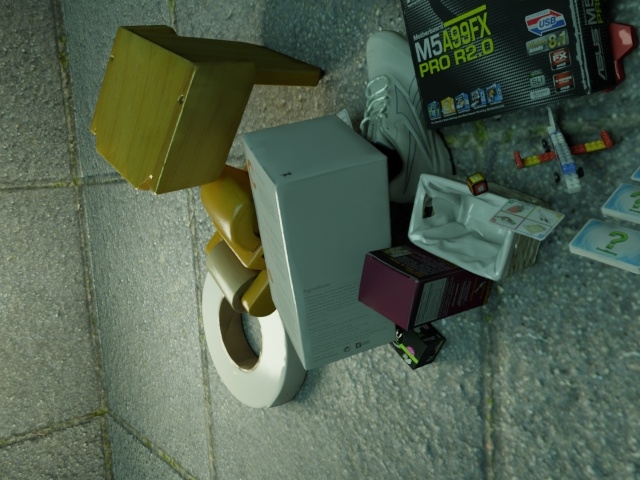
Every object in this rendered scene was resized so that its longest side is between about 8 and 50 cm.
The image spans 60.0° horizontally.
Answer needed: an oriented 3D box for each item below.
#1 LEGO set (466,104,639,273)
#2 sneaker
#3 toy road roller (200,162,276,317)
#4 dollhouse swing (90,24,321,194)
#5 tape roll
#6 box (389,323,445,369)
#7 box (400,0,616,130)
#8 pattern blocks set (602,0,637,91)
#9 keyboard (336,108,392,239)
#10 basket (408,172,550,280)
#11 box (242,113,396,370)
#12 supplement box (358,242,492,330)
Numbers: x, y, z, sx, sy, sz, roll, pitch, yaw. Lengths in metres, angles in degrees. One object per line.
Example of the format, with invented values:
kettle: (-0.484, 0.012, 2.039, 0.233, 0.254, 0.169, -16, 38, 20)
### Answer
LEGO set: (0.297, -0.074, 0.652, 0.244, 0.182, 0.060, 26, 151, 47)
sneaker: (0.121, -0.197, 0.877, 0.111, 0.129, 0.297, -23, 78, 51)
toy road roller: (-0.146, -0.021, 1.106, 0.329, 0.241, 0.202, -54, 53, 17)
dollhouse swing: (-0.222, -0.260, 1.103, 0.347, 0.305, 0.315, 35, 109, 41)
tape roll: (-0.170, 0.214, 1.360, 0.392, 0.072, 0.391, 11, 105, 50)
box: (0.161, 0.170, 0.958, 0.083, 0.052, 0.062, 47, 130, 37)
box: (0.231, -0.276, 0.734, 0.270, 0.060, 0.216, 2, 108, 57)
pattern blocks set: (0.326, -0.369, 0.627, 0.324, 0.026, 0.285, 61, 143, 13)
keyboard: (0.063, -0.107, 0.996, 0.072, 0.014, 0.256, -32, 72, 51)
basket: (0.227, -0.028, 0.799, 0.167, 0.103, 0.113, 28, 118, 44)
box: (0.000, 0.000, 0.915, 0.215, 0.168, 0.345, -125, 23, -54)
supplement box: (0.162, 0.058, 0.827, 0.104, 0.188, 0.080, 30, 120, 44)
